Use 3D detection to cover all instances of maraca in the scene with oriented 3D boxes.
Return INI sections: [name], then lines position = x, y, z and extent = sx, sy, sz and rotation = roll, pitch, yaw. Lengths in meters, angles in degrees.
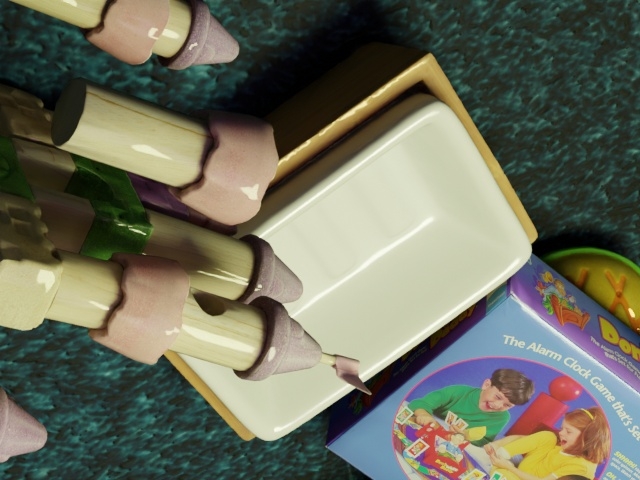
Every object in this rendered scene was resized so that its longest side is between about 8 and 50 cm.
[maraca]
position = 0.208, 0.067, 1.507
extent = 0.185, 0.099, 0.127
rotation = 2, 98, -12

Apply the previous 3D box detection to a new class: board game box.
[board game box]
position = 0.213, 0.185, 1.483
extent = 0.347, 0.078, 0.233
rotation = 37, 122, -18

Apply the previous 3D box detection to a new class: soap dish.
[soap dish]
position = 0.000, 0.000, 1.319
extent = 0.291, 0.118, 0.229
rotation = -35, 135, 2

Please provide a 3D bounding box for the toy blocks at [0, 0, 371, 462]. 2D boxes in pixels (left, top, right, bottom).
[toy blocks]
position = -0.130, 0.005, 1.131
extent = 0.260, 0.288, 0.309
rotation = 18, 113, -32
